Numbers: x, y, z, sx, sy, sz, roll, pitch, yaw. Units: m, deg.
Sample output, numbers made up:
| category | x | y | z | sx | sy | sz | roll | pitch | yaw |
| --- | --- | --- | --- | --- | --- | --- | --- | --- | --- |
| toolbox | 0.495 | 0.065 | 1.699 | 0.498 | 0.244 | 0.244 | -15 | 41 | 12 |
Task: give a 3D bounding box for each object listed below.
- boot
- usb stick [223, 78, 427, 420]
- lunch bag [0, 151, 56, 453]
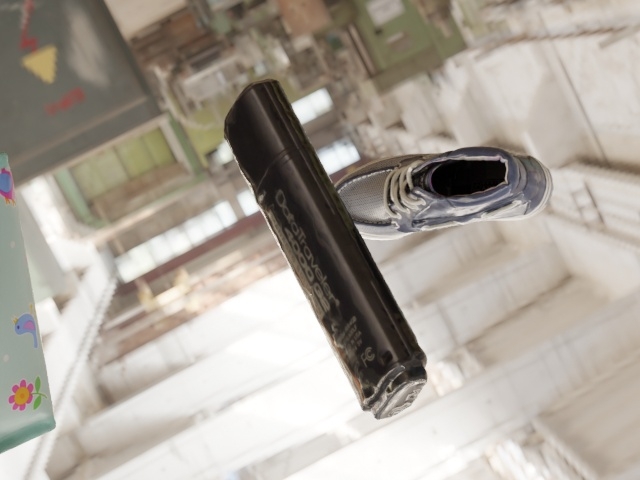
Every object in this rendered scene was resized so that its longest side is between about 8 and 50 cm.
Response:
| category | x | y | z | sx | sy | sz | roll | pitch | yaw |
| --- | --- | --- | --- | --- | --- | --- | --- | --- | --- |
| boot | 0.076 | -0.043 | 1.012 | 0.190 | 0.069 | 0.086 | -8 | 169 | 28 |
| usb stick | 0.000 | 0.000 | 0.974 | 0.045 | 0.278 | 0.077 | -9 | 148 | -32 |
| lunch bag | -0.324 | 0.068 | 0.873 | 0.160 | 0.224 | 0.262 | 9 | -157 | 37 |
